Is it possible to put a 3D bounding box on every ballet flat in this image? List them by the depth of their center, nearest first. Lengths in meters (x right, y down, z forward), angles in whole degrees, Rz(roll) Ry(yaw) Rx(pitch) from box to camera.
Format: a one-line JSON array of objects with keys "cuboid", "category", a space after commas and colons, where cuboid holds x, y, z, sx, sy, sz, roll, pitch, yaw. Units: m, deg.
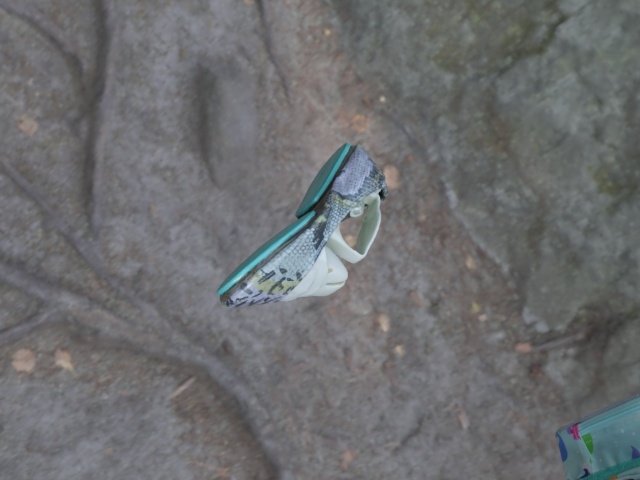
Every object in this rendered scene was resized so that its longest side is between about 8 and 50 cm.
[{"cuboid": [0.000, 0.000, 0.454, 0.041, 0.041, 0.114, 48, 44, -10], "category": "ballet flat"}]

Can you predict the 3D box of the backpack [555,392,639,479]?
[{"cuboid": [0.302, 0.191, 0.769, 0.225, 0.253, 0.191, 2, 72, -25], "category": "backpack"}]
